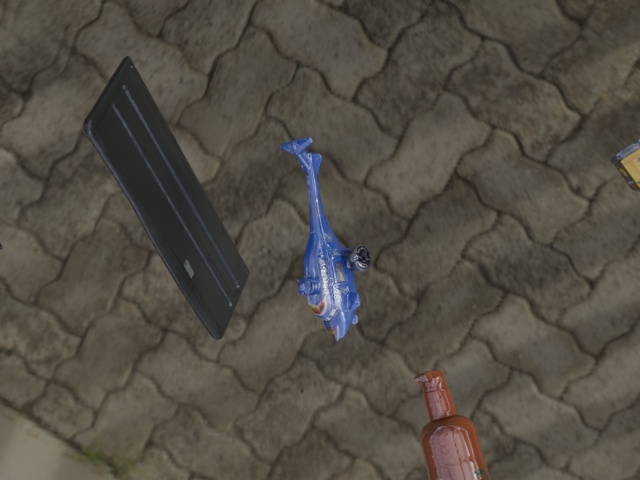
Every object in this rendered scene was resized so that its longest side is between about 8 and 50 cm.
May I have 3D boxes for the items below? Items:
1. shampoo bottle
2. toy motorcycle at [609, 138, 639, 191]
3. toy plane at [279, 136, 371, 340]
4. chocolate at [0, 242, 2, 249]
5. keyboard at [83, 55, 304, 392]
[{"bbox_3d":[0.178,0.295,1.448,0.085,0.085,0.244,-17,79,7],"label":"shampoo bottle"},{"bbox_3d":[0.509,-0.124,1.326,0.263,0.091,0.157,-36,85,5],"label":"toy motorcycle"},{"bbox_3d":[0.000,0.000,0.883,0.054,0.062,0.167,-10,88,45],"label":"toy plane"},{"bbox_3d":[-0.492,-0.020,1.462,0.028,0.182,0.086,-52,121,-25],"label":"chocolate"},{"bbox_3d":[-0.107,0.007,0.999,0.041,0.103,0.381,-7,133,30],"label":"keyboard"}]
